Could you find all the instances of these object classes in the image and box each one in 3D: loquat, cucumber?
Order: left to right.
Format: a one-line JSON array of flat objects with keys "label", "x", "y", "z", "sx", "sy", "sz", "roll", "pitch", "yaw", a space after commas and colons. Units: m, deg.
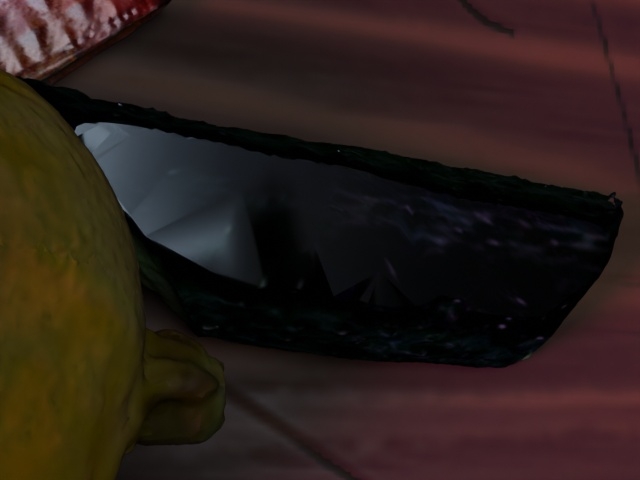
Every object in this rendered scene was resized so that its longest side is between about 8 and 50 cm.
[{"label": "loquat", "x": -0.119, "y": 0.028, "z": 0.372, "sx": 0.204, "sy": 0.149, "sz": 0.172, "roll": 7, "pitch": 69, "yaw": -27}, {"label": "cucumber", "x": 0.000, "y": 0.000, "z": 0.467, "sx": 0.220, "sy": 0.046, "sz": 0.070, "roll": 9, "pitch": 84, "yaw": -19}]

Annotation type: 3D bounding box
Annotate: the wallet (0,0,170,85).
[{"label": "wallet", "x": -0.143, "y": -0.126, "z": 0.472, "sx": 0.103, "sy": 0.020, "sz": 0.196, "roll": -36, "pitch": 89, "yaw": -22}]
